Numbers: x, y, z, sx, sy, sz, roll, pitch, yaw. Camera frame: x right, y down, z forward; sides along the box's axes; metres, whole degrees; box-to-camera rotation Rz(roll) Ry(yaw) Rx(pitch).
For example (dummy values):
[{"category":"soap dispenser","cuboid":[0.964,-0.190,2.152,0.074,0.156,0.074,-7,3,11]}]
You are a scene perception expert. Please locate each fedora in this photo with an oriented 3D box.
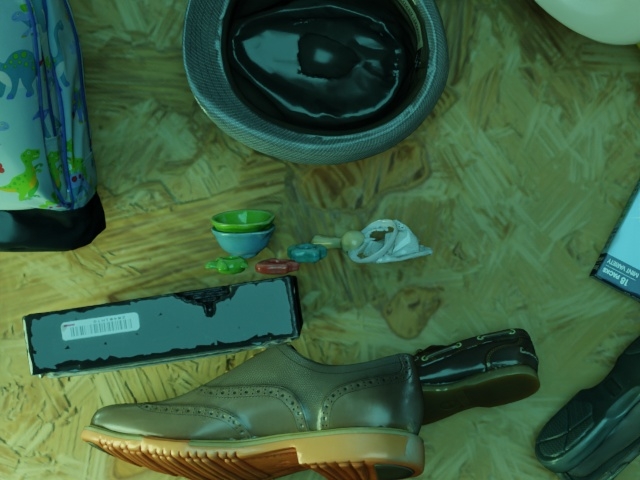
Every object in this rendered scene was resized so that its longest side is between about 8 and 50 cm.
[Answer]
[{"category":"fedora","cuboid":[-0.009,-0.198,1.528,0.275,0.124,0.244,2,89,-8]}]

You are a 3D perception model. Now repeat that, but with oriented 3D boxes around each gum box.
[{"category":"gum box","cuboid":[0.398,-0.007,1.560,0.157,0.041,0.184,27,87,1]}]

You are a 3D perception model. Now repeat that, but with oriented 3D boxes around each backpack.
[{"category":"backpack","cuboid":[-0.360,-0.168,1.428,0.290,0.273,0.355,4,99,1]}]

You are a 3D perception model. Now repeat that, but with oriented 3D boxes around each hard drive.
[{"category":"hard drive","cuboid":[-0.136,0.079,1.409,0.237,0.339,0.064,-8,89,-1]}]

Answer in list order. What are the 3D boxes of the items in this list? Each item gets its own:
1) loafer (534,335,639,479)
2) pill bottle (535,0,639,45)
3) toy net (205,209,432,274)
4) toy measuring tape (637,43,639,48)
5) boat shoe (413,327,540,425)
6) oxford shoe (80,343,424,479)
[{"category":"loafer","cuboid":[0.345,0.159,1.522,0.267,0.096,0.084,-41,114,13]},{"category":"pill bottle","cuboid":[0.381,-0.394,1.458,0.407,0.229,0.229,-40,88,-19]},{"category":"toy net","cuboid":[0.000,0.000,1.520,0.232,0.122,0.045,-1,102,2]},{"category":"toy measuring tape","cuboid":[0.358,-0.219,1.559,0.121,0.121,0.330,-44,65,-2]},{"category":"boat shoe","cuboid":[0.126,0.145,1.543,0.207,0.073,0.073,-12,51,8]},{"category":"oxford shoe","cuboid":[-0.069,0.175,1.507,0.363,0.130,0.133,-1,69,14]}]
